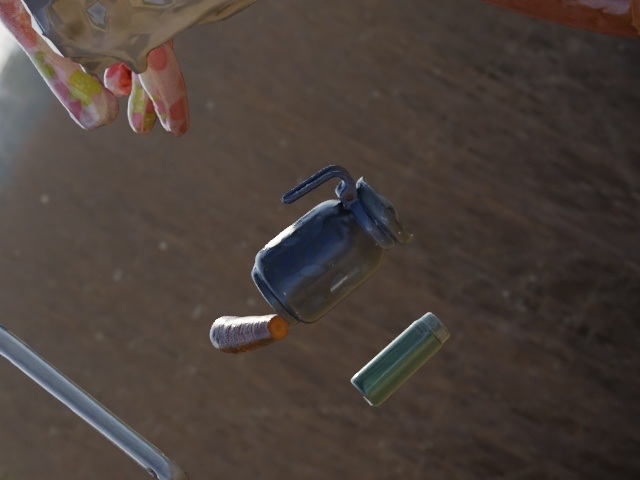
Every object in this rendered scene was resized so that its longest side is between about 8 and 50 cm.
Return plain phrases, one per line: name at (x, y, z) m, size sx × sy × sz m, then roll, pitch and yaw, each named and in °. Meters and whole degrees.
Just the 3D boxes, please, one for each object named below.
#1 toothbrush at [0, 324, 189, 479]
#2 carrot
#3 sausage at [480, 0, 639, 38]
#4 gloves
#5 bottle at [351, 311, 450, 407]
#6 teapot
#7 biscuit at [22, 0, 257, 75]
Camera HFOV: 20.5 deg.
toothbrush at (-0.230, 0.059, 1.147) m, size 0.040 × 0.386 × 0.040 m, roll -39°, pitch -32°, yaw -30°
carrot at (-0.057, 0.073, 1.397) m, size 0.093 × 0.032 × 0.032 m, roll -11°, pitch 50°, yaw 56°
sausage at (0.150, -0.226, 1.339) m, size 0.113 × 0.259 × 0.113 m, roll -40°, pitch -38°, yaw -42°
gloves at (-0.175, -0.183, 1.380) m, size 0.126 × 0.241 × 0.145 m, roll -43°, pitch 16°, yaw 16°
bottle at (0.063, 0.092, 1.380) m, size 0.083 × 0.030 × 0.030 m, roll -42°, pitch 8°, yaw -5°
teapot at (0.001, 0.000, 0.945) m, size 0.083 × 0.063 × 0.049 m, roll -40°, pitch 3°, yaw 6°
biscuit at (-0.071, -0.246, 0.304) m, size 0.144 × 0.426 × 0.078 m, roll -23°, pitch 5°, yaw 16°
